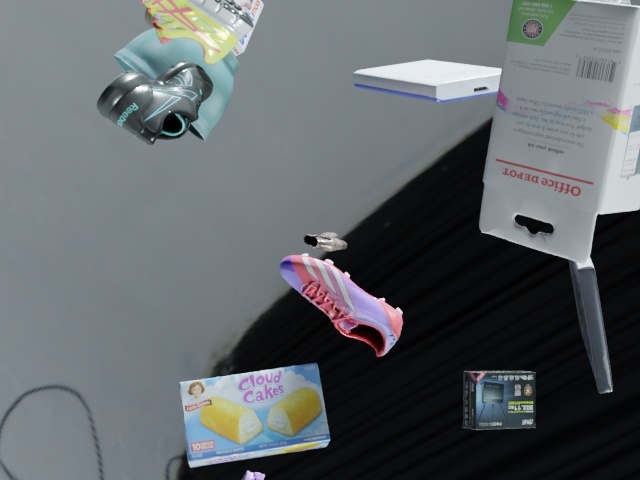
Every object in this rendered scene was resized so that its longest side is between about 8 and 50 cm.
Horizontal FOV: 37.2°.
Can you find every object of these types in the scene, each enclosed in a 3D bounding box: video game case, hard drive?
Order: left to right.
[{"bbox_3d":[0.238,-0.334,1.980,0.319,0.210,0.040,26,-55,59],"label":"hard drive"},{"bbox_3d":[0.556,0.138,1.981,0.248,0.035,0.274,-70,148,-69],"label":"video game case"}]

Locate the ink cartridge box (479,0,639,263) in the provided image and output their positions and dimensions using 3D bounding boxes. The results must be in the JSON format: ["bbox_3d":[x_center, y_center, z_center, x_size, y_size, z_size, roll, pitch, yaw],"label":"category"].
[{"bbox_3d":[0.362,-0.162,1.369,0.119,0.353,0.207,-6,20,-44],"label":"ink cartridge box"}]

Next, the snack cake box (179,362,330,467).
[{"bbox_3d":[-0.125,0.328,1.791,0.089,0.264,0.152,103,-22,-69],"label":"snack cake box"}]

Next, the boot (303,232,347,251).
[{"bbox_3d":[0.000,0.000,2.124,0.087,0.118,0.042,7,93,-34],"label":"boot"}]

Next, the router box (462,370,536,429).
[{"bbox_3d":[0.290,0.258,1.542,0.122,0.038,0.092,3,86,-25],"label":"router box"}]

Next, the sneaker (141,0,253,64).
[{"bbox_3d":[-0.194,-0.298,1.205,0.208,0.094,0.081,33,20,-10],"label":"sneaker"}]

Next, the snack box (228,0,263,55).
[{"bbox_3d":[-0.137,-0.380,1.605,0.064,0.022,0.178,52,30,-28],"label":"snack box"}]

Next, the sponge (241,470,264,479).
[{"bbox_3d":[-0.125,0.432,1.447,0.031,0.210,0.117,16,61,-4],"label":"sponge"}]

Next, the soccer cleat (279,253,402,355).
[{"bbox_3d":[0.031,0.111,1.680,0.248,0.083,0.095,31,47,-2],"label":"soccer cleat"}]

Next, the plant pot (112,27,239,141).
[{"bbox_3d":[-0.319,-0.407,2.277,0.293,0.196,0.293,42,-5,5],"label":"plant pot"}]

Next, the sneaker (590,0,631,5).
[{"bbox_3d":[0.413,-0.299,1.476,0.094,0.151,0.255,-27,94,-40],"label":"sneaker"}]

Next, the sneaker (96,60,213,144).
[{"bbox_3d":[-0.232,-0.201,1.453,0.106,0.101,0.267,43,28,6],"label":"sneaker"}]

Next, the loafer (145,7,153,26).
[{"bbox_3d":[-0.263,-0.429,1.638,0.050,0.148,0.056,35,41,22],"label":"loafer"}]
